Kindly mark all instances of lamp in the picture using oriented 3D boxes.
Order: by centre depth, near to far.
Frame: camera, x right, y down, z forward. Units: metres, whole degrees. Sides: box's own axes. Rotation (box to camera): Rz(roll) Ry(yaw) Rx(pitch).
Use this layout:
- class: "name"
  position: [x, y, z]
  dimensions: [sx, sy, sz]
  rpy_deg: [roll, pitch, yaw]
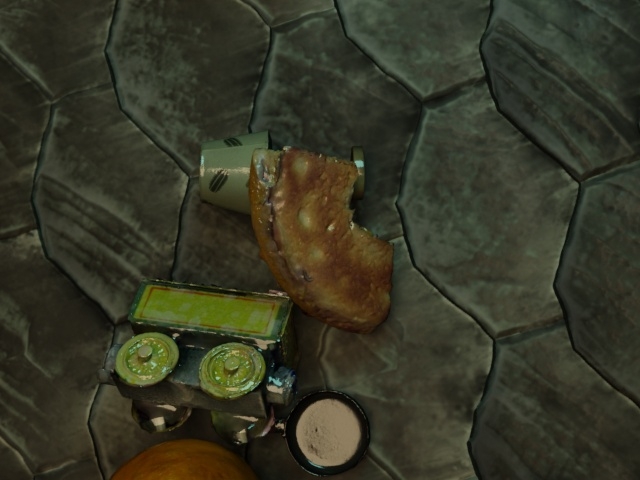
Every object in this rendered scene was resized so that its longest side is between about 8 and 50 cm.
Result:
- class: "lamp"
  position: [-0.050, -0.086, 1.408]
  dimensions: [0.214, 0.121, 0.121]
  rpy_deg: [0, 85, -2]

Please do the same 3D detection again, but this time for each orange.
- class: "orange"
  position: [-0.164, 0.385, 1.307]
  dimensions: [0.226, 0.284, 0.284]
  rpy_deg: [-11, 82, -25]

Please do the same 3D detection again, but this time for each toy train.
- class: "toy train"
  position: [-0.149, 0.155, 1.376]
  dimensions: [0.261, 0.134, 0.177]
  rpy_deg: [6, 47, 11]

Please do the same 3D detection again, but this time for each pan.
- class: "pan"
  position: [-0.039, 0.250, 1.411]
  dimensions: [0.212, 0.040, 0.115]
  rpy_deg: [5, 87, 5]

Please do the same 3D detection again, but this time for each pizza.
- class: "pizza"
  position: [0.000, 0.000, 1.346]
  dimensions: [0.161, 0.085, 0.305]
  rpy_deg: [-42, 119, -21]
